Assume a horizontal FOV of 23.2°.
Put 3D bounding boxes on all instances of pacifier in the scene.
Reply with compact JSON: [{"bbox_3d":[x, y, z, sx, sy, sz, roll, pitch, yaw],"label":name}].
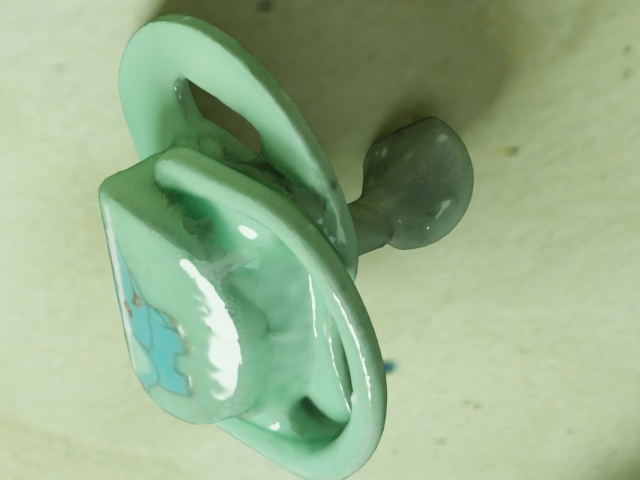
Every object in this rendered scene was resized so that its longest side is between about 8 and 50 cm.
[{"bbox_3d":[0.000,0.000,0.448,0.117,0.127,0.150,-25,125,-26],"label":"pacifier"}]
